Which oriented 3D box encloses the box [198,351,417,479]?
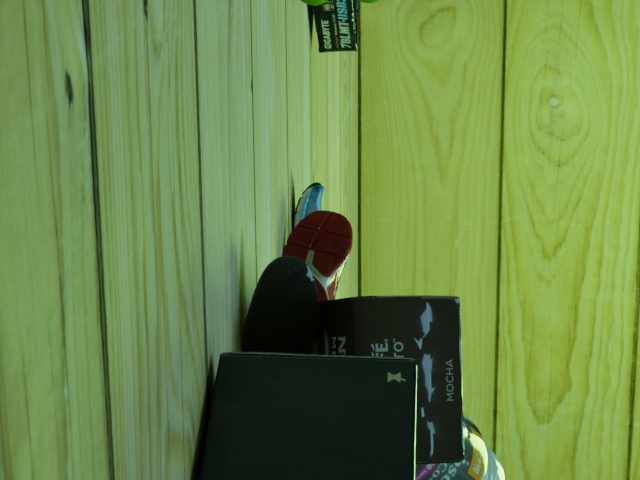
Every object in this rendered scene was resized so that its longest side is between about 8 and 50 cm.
[{"bbox_3d":[-0.010,0.321,1.258,0.343,0.179,0.312,-85,176,-49],"label":"box"}]

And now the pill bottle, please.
[{"bbox_3d":[0.127,0.282,1.994,0.278,0.162,0.162,41,42,-43],"label":"pill bottle"}]

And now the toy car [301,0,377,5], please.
[{"bbox_3d":[0.025,-0.432,1.960,0.155,0.149,0.188,108,-26,-61],"label":"toy car"}]

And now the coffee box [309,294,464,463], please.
[{"bbox_3d":[0.038,0.146,1.574,0.297,0.119,0.168,165,-74,-70],"label":"coffee box"}]

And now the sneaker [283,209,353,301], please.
[{"bbox_3d":[-0.016,0.073,1.932,0.128,0.087,0.221,99,9,-50],"label":"sneaker"}]

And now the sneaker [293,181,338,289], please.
[{"bbox_3d":[0.000,0.000,2.041,0.063,0.073,0.162,-60,151,-81],"label":"sneaker"}]

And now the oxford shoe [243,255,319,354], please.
[{"bbox_3d":[-0.049,0.105,1.530,0.076,0.076,0.212,-118,-149,-61],"label":"oxford shoe"}]

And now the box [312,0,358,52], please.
[{"bbox_3d":[0.021,-0.486,2.243,0.293,0.073,0.295,84,7,-62],"label":"box"}]
